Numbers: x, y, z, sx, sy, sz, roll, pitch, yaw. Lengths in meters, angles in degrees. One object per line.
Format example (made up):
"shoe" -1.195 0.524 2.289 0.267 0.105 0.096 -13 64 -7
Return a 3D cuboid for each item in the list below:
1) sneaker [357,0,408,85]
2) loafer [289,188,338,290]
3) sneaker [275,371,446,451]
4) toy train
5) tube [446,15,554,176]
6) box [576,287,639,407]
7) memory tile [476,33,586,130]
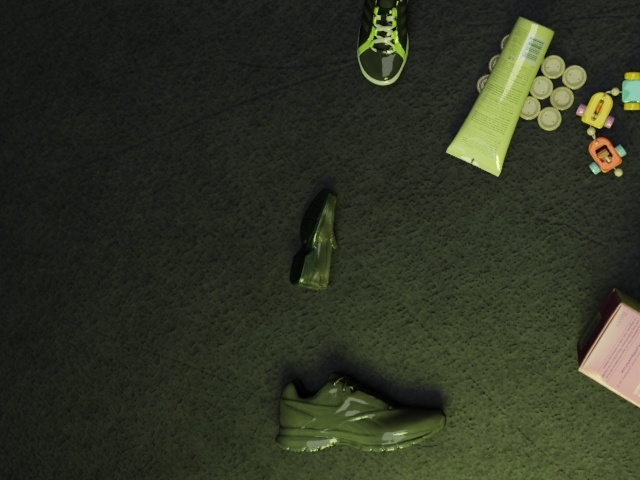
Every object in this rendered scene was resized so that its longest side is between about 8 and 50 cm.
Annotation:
"sneaker" 0.097 -0.365 1.627 0.084 0.097 0.234 6 95 13
"loafer" 0.000 0.000 1.701 0.061 0.062 0.170 16 91 -27
"sneaker" 0.061 0.278 1.676 0.287 0.109 0.130 -3 87 12
"toy train" 0.467 -0.183 1.579 0.166 0.046 0.125 -39 85 16
"tube" 0.285 -0.228 1.602 0.070 0.062 0.240 41 113 52
"box" 0.510 0.188 1.503 0.243 0.213 0.117 31 99 9
"memory tile" 0.332 -0.250 1.622 0.148 0.012 0.113 30 100 9
